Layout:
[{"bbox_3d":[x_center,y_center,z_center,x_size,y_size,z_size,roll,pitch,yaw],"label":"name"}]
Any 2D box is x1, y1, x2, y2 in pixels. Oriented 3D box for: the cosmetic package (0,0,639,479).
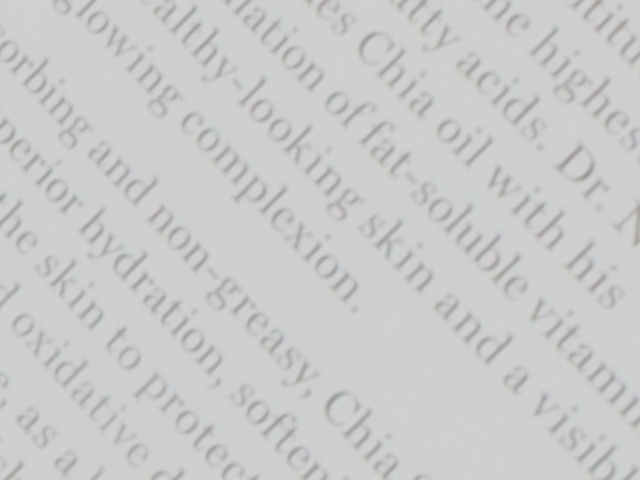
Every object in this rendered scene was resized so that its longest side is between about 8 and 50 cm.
[{"bbox_3d":[0.000,0.000,0.428,0.453,0.230,0.161,-44,167,6],"label":"cosmetic package"}]
